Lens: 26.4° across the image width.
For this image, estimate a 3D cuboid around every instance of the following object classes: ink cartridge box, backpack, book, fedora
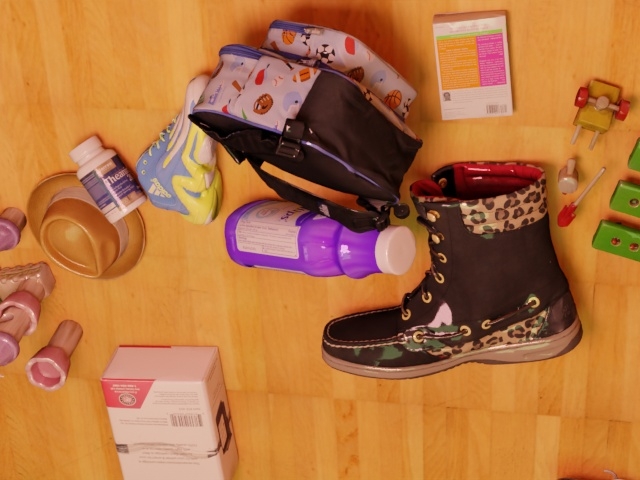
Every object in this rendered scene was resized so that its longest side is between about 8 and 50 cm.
[{"bbox_3d":[-0.238,0.292,2.186,0.172,0.100,0.237,0,121,12],"label":"ink cartridge box"},{"bbox_3d":[-0.024,-0.165,1.751,0.263,0.213,0.276,12,163,37],"label":"backpack"},{"bbox_3d":[0.202,-0.229,1.796,0.096,0.035,0.144,-2,122,10],"label":"book"},{"bbox_3d":[-0.359,-0.005,2.034,0.194,0.079,0.194,6,124,8],"label":"fedora"}]

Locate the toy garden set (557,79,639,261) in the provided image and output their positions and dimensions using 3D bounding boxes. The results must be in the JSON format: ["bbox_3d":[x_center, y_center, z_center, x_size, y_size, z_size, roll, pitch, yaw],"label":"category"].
[{"bbox_3d":[0.412,-0.097,1.828,0.203,0.049,0.244,17,125,-1],"label":"toy garden set"}]

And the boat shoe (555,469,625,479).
[{"bbox_3d":[0.472,0.423,2.128,0.254,0.079,0.095,18,122,-2],"label":"boat shoe"}]

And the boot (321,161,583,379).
[{"bbox_3d":[0.166,0.044,1.916,0.377,0.138,0.284,-5,121,14],"label":"boot"}]

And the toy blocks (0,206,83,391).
[{"bbox_3d":[-0.563,0.126,2.055,0.288,0.260,0.309,-8,120,18],"label":"toy blocks"}]

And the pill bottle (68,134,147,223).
[{"bbox_3d":[-0.310,-0.090,1.970,0.067,0.067,0.120,-32,96,28],"label":"pill bottle"}]

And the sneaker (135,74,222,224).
[{"bbox_3d":[-0.205,-0.126,1.916,0.126,0.091,0.240,8,124,8],"label":"sneaker"}]

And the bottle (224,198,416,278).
[{"bbox_3d":[0.000,0.000,1.878,0.282,0.118,0.092,7,110,40],"label":"bottle"}]
